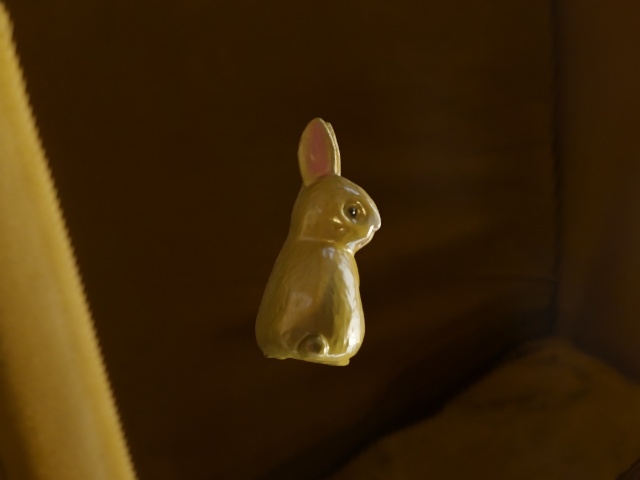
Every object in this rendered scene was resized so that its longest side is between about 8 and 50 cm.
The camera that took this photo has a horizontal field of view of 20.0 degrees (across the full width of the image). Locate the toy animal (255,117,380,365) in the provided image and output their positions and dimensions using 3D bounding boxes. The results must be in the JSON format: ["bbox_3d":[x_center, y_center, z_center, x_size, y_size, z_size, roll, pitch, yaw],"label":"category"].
[{"bbox_3d":[0.002,0.000,1.164,0.070,0.083,0.159,9,81,-3],"label":"toy animal"}]

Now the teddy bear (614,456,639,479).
[{"bbox_3d":[0.248,0.129,0.859,0.222,0.246,0.296,33,61,0],"label":"teddy bear"}]
